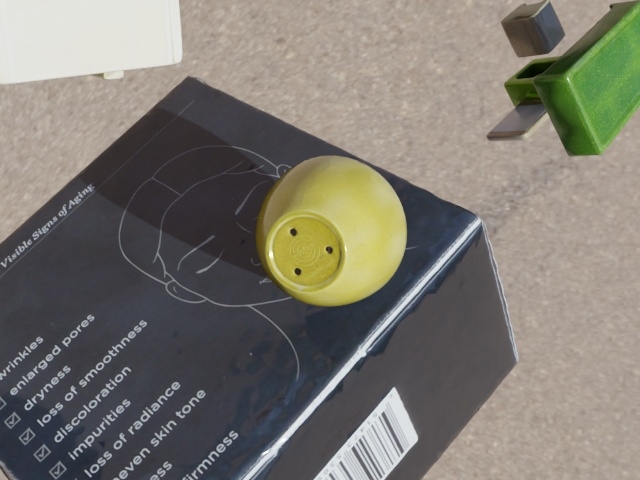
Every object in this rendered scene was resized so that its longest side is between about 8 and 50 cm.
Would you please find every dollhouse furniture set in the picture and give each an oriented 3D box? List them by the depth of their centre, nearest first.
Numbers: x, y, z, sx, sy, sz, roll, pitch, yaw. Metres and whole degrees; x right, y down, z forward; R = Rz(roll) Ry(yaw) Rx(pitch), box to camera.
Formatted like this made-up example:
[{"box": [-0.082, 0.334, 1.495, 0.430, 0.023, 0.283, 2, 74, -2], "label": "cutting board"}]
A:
[{"box": [0.197, -0.252, 0.939, 0.151, 0.197, 0.302, -44, 117, -23], "label": "dollhouse furniture set"}]

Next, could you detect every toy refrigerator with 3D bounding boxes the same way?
[{"box": [-0.193, -0.151, 0.532, 0.102, 0.269, 0.094, -15, 113, -35], "label": "toy refrigerator"}]

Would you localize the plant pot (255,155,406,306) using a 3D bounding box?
[{"box": [0.000, 0.000, 0.760, 0.134, 0.095, 0.134, 3, 102, 13], "label": "plant pot"}]

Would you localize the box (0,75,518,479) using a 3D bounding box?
[{"box": [-0.120, 0.124, 1.016, 0.480, 0.471, 0.297, -46, 142, -17], "label": "box"}]
